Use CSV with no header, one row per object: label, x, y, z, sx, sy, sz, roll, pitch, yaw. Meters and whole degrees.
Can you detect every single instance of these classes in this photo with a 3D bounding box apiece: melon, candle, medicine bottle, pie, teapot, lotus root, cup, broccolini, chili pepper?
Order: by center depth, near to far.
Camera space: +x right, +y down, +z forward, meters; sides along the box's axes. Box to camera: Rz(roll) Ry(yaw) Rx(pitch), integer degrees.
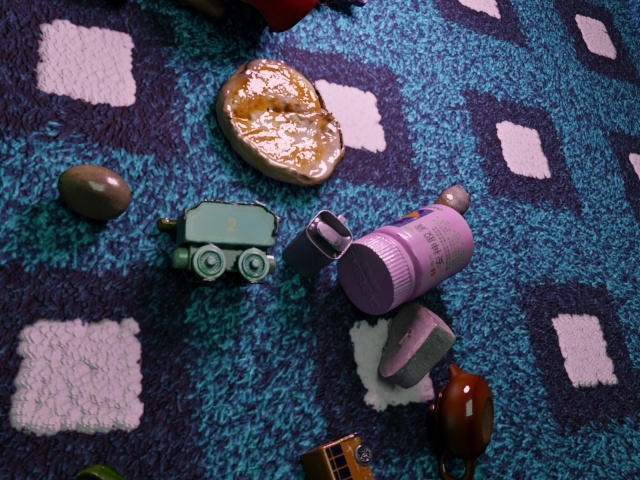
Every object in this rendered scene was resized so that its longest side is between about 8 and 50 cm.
chili pepper,-0.268,0.433,1.003,0.257,0.100,0.074,40,34,1
melon,-0.416,-0.089,1.181,0.130,0.098,0.098,16,58,-21
broccolini,-0.218,-0.038,1.303,0.216,0.058,0.067,4,64,-30
teapot,0.292,0.393,1.370,0.178,0.135,0.252,28,68,-53
candle,0.208,0.214,1.374,0.068,0.168,0.192,35,54,-20
cup,0.000,0.000,1.375,0.095,0.129,0.128,44,51,-6
medicine bottle,0.195,0.038,1.448,0.290,0.178,0.178,-22,79,-38
pie,-0.085,-0.274,1.505,0.339,0.077,0.339,14,62,-28
lotus root,0.350,-0.100,1.686,0.088,0.088,0.165,52,41,2

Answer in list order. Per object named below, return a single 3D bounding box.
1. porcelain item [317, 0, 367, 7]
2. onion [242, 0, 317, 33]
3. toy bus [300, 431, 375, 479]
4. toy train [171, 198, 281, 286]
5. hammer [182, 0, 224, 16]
porcelain item,0.009,-0.721,1.764,0.288,0.138,0.186,6,74,-29
onion,-0.131,-0.683,1.518,0.341,0.341,0.341,15,59,-26
toy bus,0.049,0.469,1.179,0.114,0.098,0.201,-9,71,-35
toy train,-0.183,0.006,1.243,0.203,0.112,0.163,4,80,-25
hammer,-0.361,-0.604,1.490,0.305,0.113,0.202,19,60,-29
